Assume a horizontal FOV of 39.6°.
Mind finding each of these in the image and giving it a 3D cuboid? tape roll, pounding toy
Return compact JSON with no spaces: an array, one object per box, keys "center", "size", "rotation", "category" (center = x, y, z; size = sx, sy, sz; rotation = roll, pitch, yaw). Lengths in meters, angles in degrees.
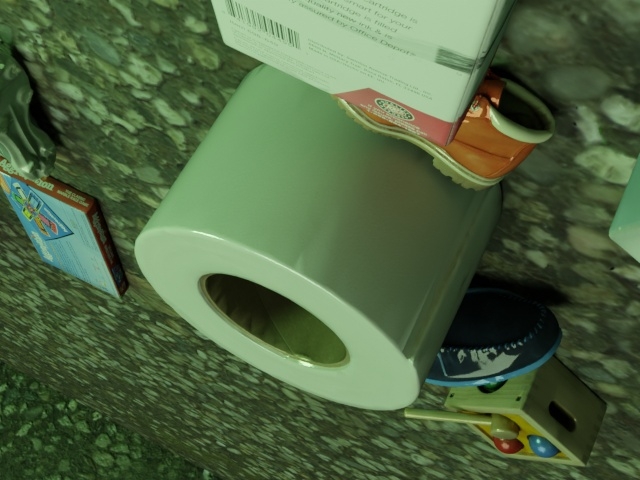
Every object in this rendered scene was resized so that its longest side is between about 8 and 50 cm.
[{"center":[0.000,0.000,0.705],"size":[0.246,0.169,0.246],"rotation":[23,154,12],"category":"tape roll"},{"center":[0.190,0.175,0.919],"size":[0.141,0.100,0.130],"rotation":[41,153,-24],"category":"pounding toy"}]

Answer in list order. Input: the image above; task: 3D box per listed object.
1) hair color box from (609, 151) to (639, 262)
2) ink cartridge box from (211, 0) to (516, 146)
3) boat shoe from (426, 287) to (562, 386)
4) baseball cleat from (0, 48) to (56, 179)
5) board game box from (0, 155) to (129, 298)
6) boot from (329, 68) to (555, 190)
[{"center":[0.331,-0.027,0.364],"size":[0.185,0.114,0.374],"rotation":[37,155,-17],"category":"hair color box"},{"center":[0.023,-0.148,0.437],"size":[0.158,0.092,0.218],"rotation":[26,171,7],"category":"ink cartridge box"},{"center":[0.091,0.076,0.823],"size":[0.258,0.109,0.089],"rotation":[-6,122,39],"category":"boat shoe"},{"center":[-0.348,-0.138,0.938],"size":[0.109,0.072,0.206],"rotation":[30,153,16],"category":"baseball cleat"},{"center":[-0.356,-0.011,1.242],"size":[0.145,0.027,0.281],"rotation":[24,155,8],"category":"board game box"},{"center":[0.077,-0.097,0.579],"size":[0.157,0.059,0.084],"rotation":[28,154,-17],"category":"boot"}]
